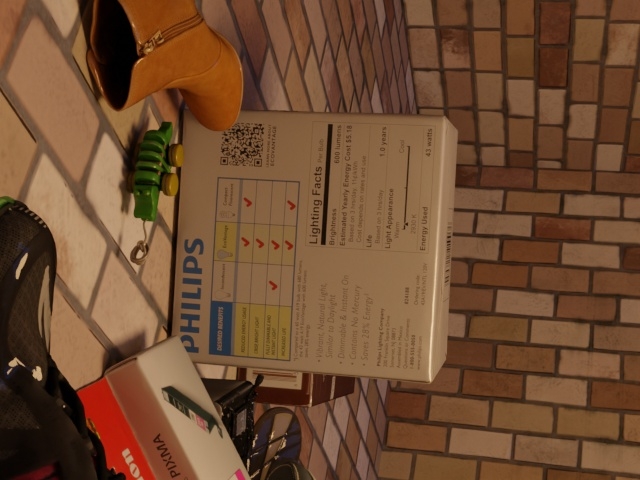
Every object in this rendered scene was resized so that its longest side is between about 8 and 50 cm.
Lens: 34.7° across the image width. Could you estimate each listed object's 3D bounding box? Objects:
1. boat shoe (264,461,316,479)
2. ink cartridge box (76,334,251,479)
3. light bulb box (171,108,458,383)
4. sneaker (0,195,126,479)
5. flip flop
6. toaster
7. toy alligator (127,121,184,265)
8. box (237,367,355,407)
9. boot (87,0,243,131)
[{"bbox_3d":[-0.081,0.404,1.433,0.099,0.116,0.319,51,26,-16],"label":"boat shoe"},{"bbox_3d":[-0.172,0.265,1.196,0.275,0.060,0.239,63,15,0],"label":"ink cartridge box"},{"bbox_3d":[0.000,0.000,1.455,0.225,0.361,0.358,-2,96,-78],"label":"light bulb box"},{"bbox_3d":[-0.233,0.196,0.864,0.185,0.202,0.482,-48,140,-70],"label":"sneaker"},{"bbox_3d":[-0.111,0.403,1.703,0.112,0.080,0.277,7,103,-39],"label":"flip flop"},{"bbox_3d":[-0.156,0.277,1.410,0.186,0.110,0.168,-18,113,-76],"label":"toaster"},{"bbox_3d":[-0.206,-0.067,1.225,0.051,0.056,0.189,64,32,-64],"label":"toy alligator"},{"bbox_3d":[-0.030,0.195,1.871,0.381,0.143,0.191,19,75,-78],"label":"box"},{"bbox_3d":[-0.187,-0.204,1.212,0.211,0.104,0.295,-59,153,-42],"label":"boot"}]
